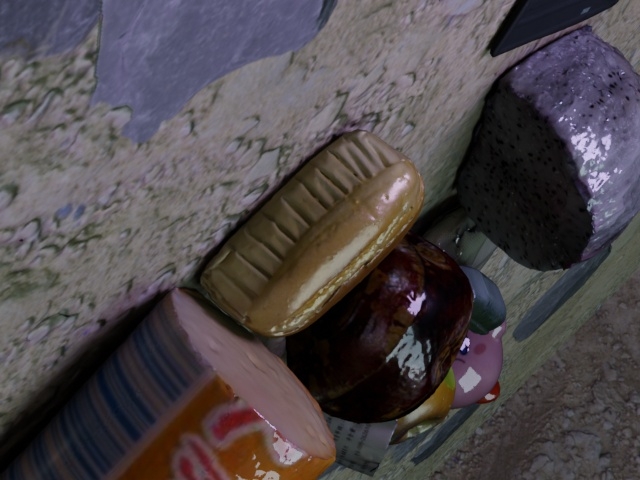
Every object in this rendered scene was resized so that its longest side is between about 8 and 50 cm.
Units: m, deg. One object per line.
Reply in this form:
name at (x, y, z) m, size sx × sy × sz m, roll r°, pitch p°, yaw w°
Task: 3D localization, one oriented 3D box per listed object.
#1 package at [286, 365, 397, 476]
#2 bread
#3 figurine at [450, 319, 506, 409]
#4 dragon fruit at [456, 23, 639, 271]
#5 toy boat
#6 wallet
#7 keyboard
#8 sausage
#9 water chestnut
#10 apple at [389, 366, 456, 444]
package at (-0.018, 0.222, 1.822) m, size 0.251 × 0.204 × 0.062 m, roll 102°, pitch 13°, yaw -63°
bread at (0.000, 0.000, 1.494) m, size 0.236 × 0.106 × 0.140 m, roll -43°, pitch 165°, yaw -3°
figurine at (0.188, 0.166, 2.237) m, size 0.173 × 0.173 × 0.173 m, roll -40°, pitch 163°, yaw -15°
dragon fruit at (0.313, -0.103, 1.821) m, size 0.221 × 0.204 × 0.283 m, roll -37°, pitch 162°, yaw -27°
toy boat at (0.187, 0.081, 1.948) m, size 0.085 × 0.078 × 0.260 m, roll -22°, pitch 166°, yaw 12°
wallet at (0.156, 0.042, 2.041) m, size 0.335 × 0.068 × 0.275 m, roll -31°, pitch 161°, yaw -49°
keyboard at (0.319, -0.282, 1.712) m, size 0.381 × 0.041 × 0.103 m, roll -19°, pitch 151°, yaw -43°
sausage at (-0.154, 0.222, 1.449) m, size 0.287 × 0.233 × 0.233 m, roll -47°, pitch 163°, yaw 5°
water chestnut at (0.048, 0.080, 1.637) m, size 0.223 × 0.238 × 0.223 m, roll -45°, pitch -153°, yaw 31°
apple at (0.090, 0.183, 1.899) m, size 0.146 × 0.147 × 0.163 m, roll -32°, pitch 146°, yaw 11°
